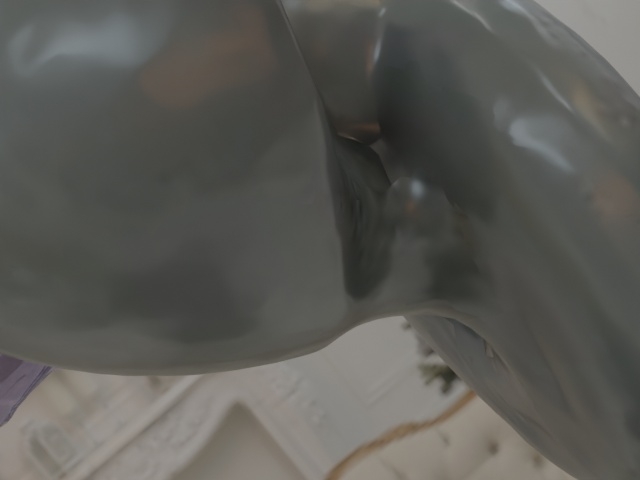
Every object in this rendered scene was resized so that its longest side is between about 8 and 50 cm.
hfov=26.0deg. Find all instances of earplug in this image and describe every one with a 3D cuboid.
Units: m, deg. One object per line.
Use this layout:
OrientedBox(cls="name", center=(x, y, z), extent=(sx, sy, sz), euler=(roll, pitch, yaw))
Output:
OrientedBox(cls="earplug", center=(0.005, -0.012, 0.458), extent=(0.175, 0.325, 0.214), euler=(-65, 19, -2))

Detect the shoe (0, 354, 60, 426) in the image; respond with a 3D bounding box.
OrientedBox(cls="shoe", center=(-0.111, 0.016, 0.740), extent=(0.245, 0.137, 0.095), euler=(-62, 13, -26))
